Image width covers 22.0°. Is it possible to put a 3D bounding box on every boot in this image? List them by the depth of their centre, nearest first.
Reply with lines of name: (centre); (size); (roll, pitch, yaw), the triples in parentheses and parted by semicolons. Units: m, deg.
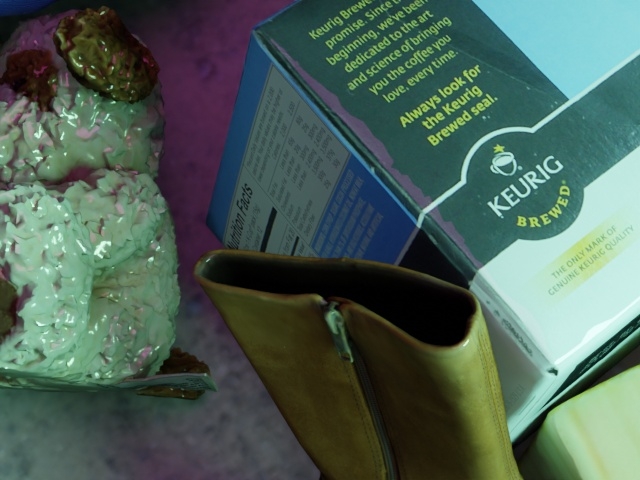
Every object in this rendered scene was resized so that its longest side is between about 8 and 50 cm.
boot: (-0.004, 0.114, 0.836); (0.264, 0.280, 0.096); (12, 56, 37)

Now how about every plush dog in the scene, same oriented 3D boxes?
plush dog: (-0.149, -0.026, 0.964); (0.211, 0.262, 0.225); (9, 79, -32)

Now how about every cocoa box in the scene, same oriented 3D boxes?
cocoa box: (0.143, -0.067, 0.920); (0.347, 0.231, 0.228); (-36, 76, -23)

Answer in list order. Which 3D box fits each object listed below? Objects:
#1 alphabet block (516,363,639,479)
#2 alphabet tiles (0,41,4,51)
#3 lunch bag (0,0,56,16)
alphabet block: (0.240, 0.157, 0.900); (0.193, 0.192, 0.197); (-25, 72, -11)
alphabet tiles: (-0.396, -0.129, 1.086); (0.343, 0.011, 0.285); (26, 73, 8)
lunch bag: (-0.256, -0.304, 0.970); (0.328, 0.239, 0.385); (-21, 76, -47)
